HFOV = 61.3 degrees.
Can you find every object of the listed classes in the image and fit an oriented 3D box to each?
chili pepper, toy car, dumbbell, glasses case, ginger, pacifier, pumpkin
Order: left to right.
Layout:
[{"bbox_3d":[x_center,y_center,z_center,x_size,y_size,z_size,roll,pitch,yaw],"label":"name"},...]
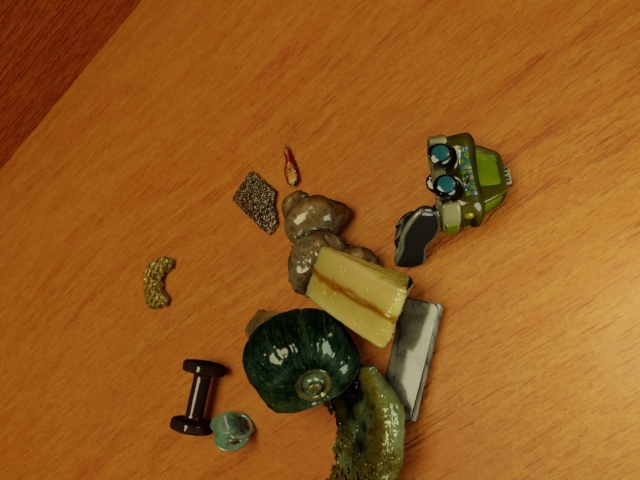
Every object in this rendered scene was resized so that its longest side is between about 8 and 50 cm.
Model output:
[{"bbox_3d":[-0.385,0.492,1.704,0.140,0.124,0.225,4,79,35],"label":"dumbbell"},{"bbox_3d":[-0.264,0.585,1.626,0.150,0.127,0.116,43,140,51],"label":"pacifier"},{"bbox_3d":[-0.131,0.331,1.603,0.131,0.086,0.294,-28,65,0],"label":"ginger"},{"bbox_3d":[-0.101,-0.246,1.773,0.045,0.027,0.178,-26,64,22],"label":"chili pepper"},{"bbox_3d":[-0.069,0.281,1.407,0.293,0.196,0.263,-26,23,9],"label":"pumpkin"},{"bbox_3d":[0.000,0.000,1.557,0.256,0.176,0.375,-28,59,6],"label":"ginger"},{"bbox_3d":[0.228,0.298,1.373,0.114,0.060,0.299,9,82,41],"label":"glasses case"},{"bbox_3d":[0.370,-0.152,1.348,0.198,0.204,0.247,-10,71,8],"label":"toy car"}]

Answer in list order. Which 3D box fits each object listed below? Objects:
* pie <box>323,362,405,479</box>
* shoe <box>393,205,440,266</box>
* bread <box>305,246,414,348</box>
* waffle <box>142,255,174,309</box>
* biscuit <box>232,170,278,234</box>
[{"bbox_3d":[0.101,0.482,1.356,0.296,0.078,0.371,-31,56,48],"label":"pie"},{"bbox_3d":[0.234,-0.026,1.389,0.099,0.227,0.112,-3,50,-8],"label":"shoe"},{"bbox_3d":[0.081,0.137,1.346,0.264,0.163,0.167,19,101,10],"label":"bread"},{"bbox_3d":[-0.600,0.154,1.993,0.149,0.051,0.194,-19,67,31],"label":"waffle"},{"bbox_3d":[-0.203,-0.130,1.812,0.237,0.026,0.131,42,103,36],"label":"biscuit"}]
